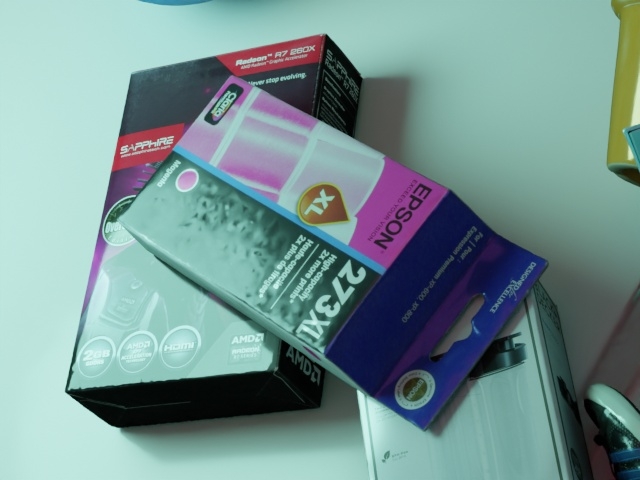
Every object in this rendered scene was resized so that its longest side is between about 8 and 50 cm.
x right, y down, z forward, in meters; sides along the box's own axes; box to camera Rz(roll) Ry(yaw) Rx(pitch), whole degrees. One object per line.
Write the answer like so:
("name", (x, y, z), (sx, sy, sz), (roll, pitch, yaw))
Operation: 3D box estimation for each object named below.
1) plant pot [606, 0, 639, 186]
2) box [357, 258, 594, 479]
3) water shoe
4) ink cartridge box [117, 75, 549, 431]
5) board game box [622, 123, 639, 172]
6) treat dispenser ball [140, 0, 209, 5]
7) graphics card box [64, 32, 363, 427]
("plant pot", (0.322, -0.130, 1.350), (0.205, 0.205, 0.188), (15, 85, 36))
("box", (0.128, 0.177, 1.327), (0.169, 0.087, 0.290), (-21, 53, 18))
("water shoe", (0.246, 0.193, 1.257), (0.080, 0.073, 0.203), (-41, 49, 4))
("ink cartridge box", (0.000, 0.000, 1.415), (0.371, 0.069, 0.176), (31, 79, 37))
("board game box", (0.426, -0.024, 1.200), (0.336, 0.079, 0.254), (-20, 89, 19))
("treat dispenser ball", (-0.153, -0.390, 1.722), (0.288, 0.288, 0.288), (-15, 55, 22))
("graphics card box", (-0.097, -0.012, 1.576), (0.232, 0.094, 0.371), (-7, 59, 26))
